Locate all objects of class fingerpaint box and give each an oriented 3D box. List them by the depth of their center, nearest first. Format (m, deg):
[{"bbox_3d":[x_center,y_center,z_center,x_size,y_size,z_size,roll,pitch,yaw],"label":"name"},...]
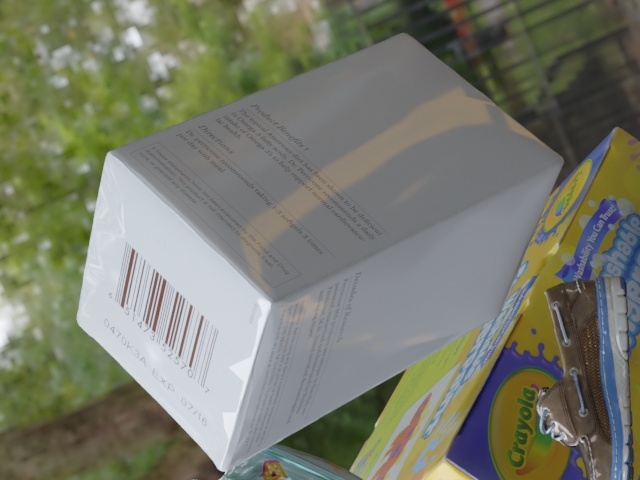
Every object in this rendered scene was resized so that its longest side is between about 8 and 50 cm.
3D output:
[{"bbox_3d":[0.172,0.168,1.649,0.163,0.371,0.445,36,-132,-2],"label":"fingerpaint box"}]

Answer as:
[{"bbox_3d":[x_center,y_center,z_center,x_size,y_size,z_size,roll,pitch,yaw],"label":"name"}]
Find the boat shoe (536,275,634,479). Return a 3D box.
[{"bbox_3d":[0.189,0.118,1.277,0.066,0.066,0.183,52,-143,-73],"label":"boat shoe"}]

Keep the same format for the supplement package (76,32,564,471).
[{"bbox_3d":[0.000,0.000,0.778,0.105,0.179,0.105,42,137,27],"label":"supplement package"}]

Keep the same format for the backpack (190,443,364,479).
[{"bbox_3d":[-0.022,0.207,1.138,0.166,0.144,0.188,25,177,8],"label":"backpack"}]
